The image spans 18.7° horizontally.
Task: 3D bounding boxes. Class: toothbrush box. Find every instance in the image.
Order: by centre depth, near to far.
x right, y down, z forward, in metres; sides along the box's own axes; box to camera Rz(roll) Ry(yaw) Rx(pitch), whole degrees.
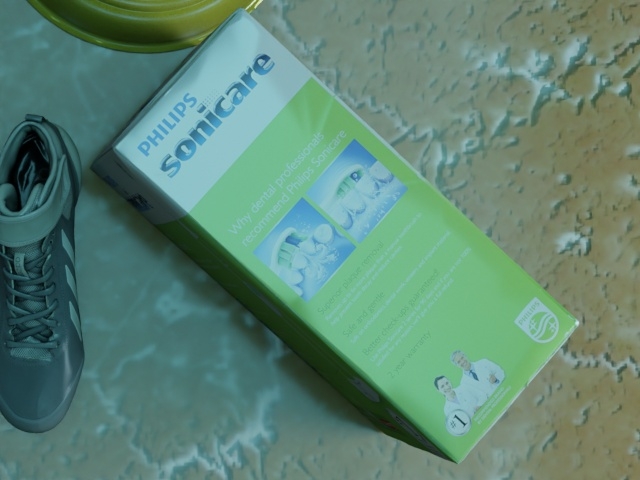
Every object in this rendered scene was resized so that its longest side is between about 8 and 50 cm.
[{"bbox_3d":[0.000,0.000,1.241,0.283,0.206,0.122,41,83,-7],"label":"toothbrush box"}]

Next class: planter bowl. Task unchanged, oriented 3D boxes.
[{"bbox_3d":[-0.113,-0.237,1.283,0.217,0.090,0.217,0,89,-10],"label":"planter bowl"}]

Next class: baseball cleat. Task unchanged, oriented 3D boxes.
[{"bbox_3d":[-0.193,0.021,1.253,0.072,0.109,0.205,-2,84,3],"label":"baseball cleat"}]
